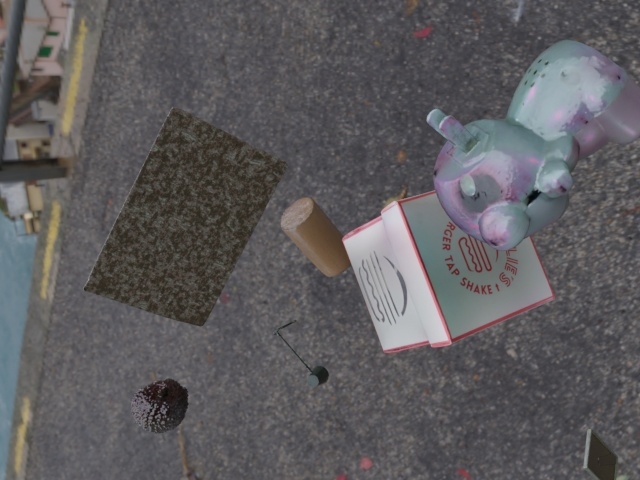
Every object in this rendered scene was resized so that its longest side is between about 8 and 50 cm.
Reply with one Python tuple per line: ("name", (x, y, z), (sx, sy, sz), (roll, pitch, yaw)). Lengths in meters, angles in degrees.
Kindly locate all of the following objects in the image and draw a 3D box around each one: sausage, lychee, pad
("sausage", (0.000, 0.000, 1.934), (0.123, 0.123, 0.253), (2, 144, 45))
("lychee", (-0.197, 0.203, 0.834), (0.067, 0.068, 0.083), (14, 141, 9))
("pad", (-0.154, -0.018, 0.794), (0.235, 0.158, 0.003), (-62, 30, 7))

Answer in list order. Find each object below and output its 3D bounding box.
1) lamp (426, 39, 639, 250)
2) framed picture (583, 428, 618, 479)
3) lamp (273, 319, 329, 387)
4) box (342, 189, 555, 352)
("lamp", (0.285, -0.143, 0.972), (0.301, 0.247, 0.247), (-49, 24, 11))
("framed picture", (0.429, 0.338, 1.037), (0.006, 0.066, 0.089), (-20, 126, 44))
("lamp", (-0.033, 0.196, 1.136), (0.041, 0.054, 0.121), (-36, 85, 17))
("box", (0.278, 0.058, 1.549), (0.300, 0.312, 0.315), (-31, 78, 62))
